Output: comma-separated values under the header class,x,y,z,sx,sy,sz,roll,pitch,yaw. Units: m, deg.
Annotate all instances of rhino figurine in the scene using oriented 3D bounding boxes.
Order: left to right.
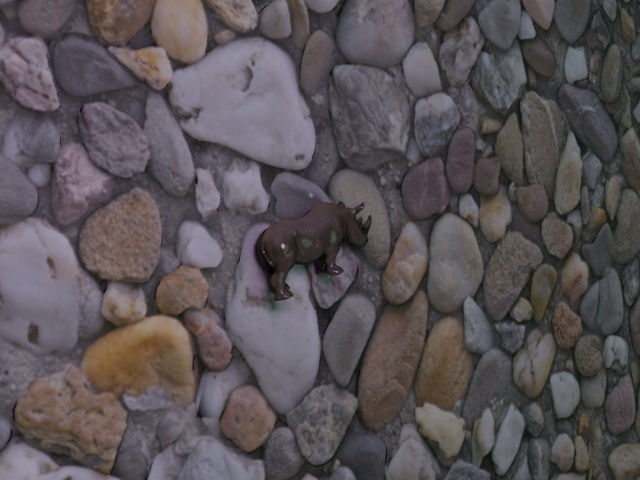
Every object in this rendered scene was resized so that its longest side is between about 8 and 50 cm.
class,x,y,z,sx,sy,sz,roll,pitch,yaw
rhino figurine,0.000,0.000,1.371,0.243,0.073,0.106,-25,106,-41
